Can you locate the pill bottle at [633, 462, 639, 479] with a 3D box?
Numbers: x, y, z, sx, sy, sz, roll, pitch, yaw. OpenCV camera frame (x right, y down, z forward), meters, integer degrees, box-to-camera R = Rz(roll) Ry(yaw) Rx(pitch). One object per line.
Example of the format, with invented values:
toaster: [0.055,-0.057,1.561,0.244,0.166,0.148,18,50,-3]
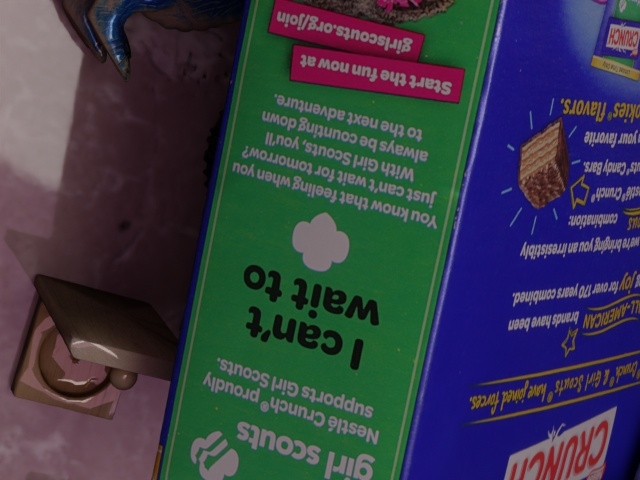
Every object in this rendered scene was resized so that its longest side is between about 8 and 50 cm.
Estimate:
pill bottle: [0.257,0.120,0.899,0.318,0.176,0.176,-33,109,-31]

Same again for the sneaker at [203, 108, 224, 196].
sneaker: [0.000,0.000,0.929,0.075,0.057,0.161,-25,106,-27]

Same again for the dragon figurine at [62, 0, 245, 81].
dragon figurine: [-0.068,-0.169,0.851,0.144,0.085,0.289,-35,112,-9]

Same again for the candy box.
candy box: [0.074,-0.040,0.830,0.268,0.122,0.317,-3,105,-59]

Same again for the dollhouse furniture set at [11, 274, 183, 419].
dollhouse furniture set: [-0.074,0.117,0.887,0.144,0.123,0.151,15,96,-18]
